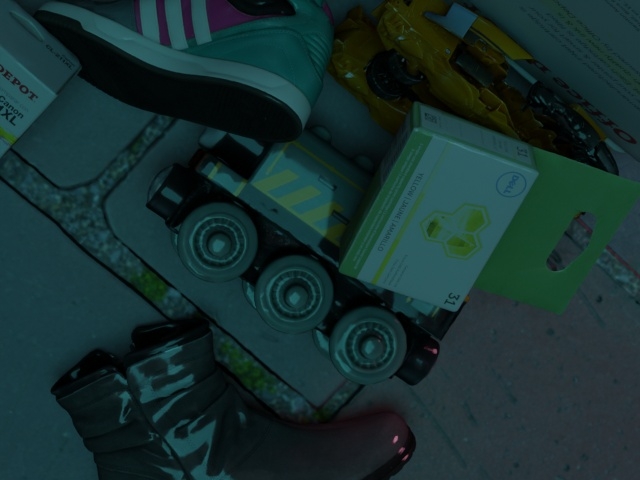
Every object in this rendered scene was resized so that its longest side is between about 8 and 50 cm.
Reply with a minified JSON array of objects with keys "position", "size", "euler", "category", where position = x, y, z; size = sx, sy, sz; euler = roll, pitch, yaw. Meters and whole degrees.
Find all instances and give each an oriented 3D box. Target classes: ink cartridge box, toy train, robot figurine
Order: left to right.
[{"position":[-0.328,-0.138,1.274],"size":[0.127,0.072,0.175],"euler":[42,120,-13],"category":"ink cartridge box"},{"position":[0.000,0.000,1.338],"size":[0.334,0.142,0.190],"euler":[35,89,-10],"category":"toy train"},{"position":[0.148,-0.124,1.291],"size":[0.291,0.211,0.085],"euler":[37,62,-16],"category":"robot figurine"},{"position":[0.155,-0.011,1.239],"size":[0.235,0.056,0.171],"euler":[19,124,-12],"category":"ink cartridge box"},{"position":[0.295,-0.216,1.151],"size":[0.279,0.385,0.160],"euler":[38,81,-12],"category":"ink cartridge box"}]

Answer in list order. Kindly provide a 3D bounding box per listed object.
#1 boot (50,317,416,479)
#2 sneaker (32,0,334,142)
[{"position":[-0.087,0.178,1.391],"size":[0.338,0.118,0.222],"euler":[-18,101,-3],"category":"boot"},{"position":[-0.110,-0.213,1.274],"size":[0.296,0.124,0.178],"euler":[20,65,21],"category":"sneaker"}]
